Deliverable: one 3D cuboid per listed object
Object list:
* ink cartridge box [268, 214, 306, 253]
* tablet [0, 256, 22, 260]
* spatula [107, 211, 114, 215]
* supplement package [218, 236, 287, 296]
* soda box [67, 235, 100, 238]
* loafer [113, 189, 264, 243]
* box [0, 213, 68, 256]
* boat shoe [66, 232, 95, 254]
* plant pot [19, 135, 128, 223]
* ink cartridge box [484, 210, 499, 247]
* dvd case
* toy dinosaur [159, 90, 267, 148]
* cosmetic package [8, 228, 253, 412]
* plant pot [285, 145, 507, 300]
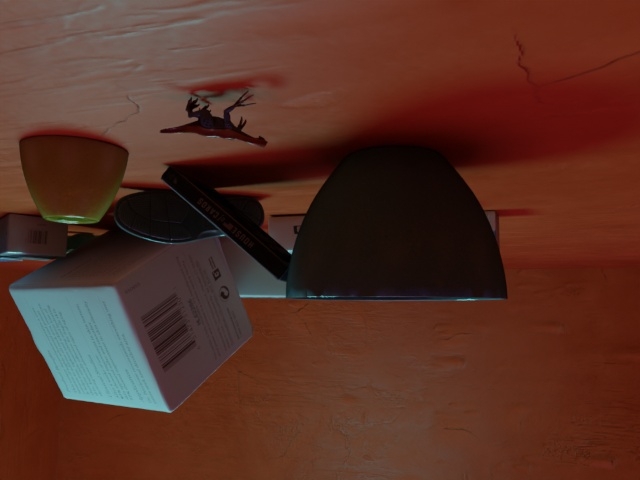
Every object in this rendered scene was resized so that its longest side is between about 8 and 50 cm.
[{"bbox_3d":[0.000,-0.008,1.367,0.203,0.085,0.148,-2,173,18],"label":"ink cartridge box"},{"bbox_3d":[-0.759,0.044,1.425,0.083,0.006,0.054,-2,172,32],"label":"tablet"},{"bbox_3d":[-0.305,-0.060,1.237,0.242,0.019,0.168,-4,171,37],"label":"spatula"},{"bbox_3d":[-0.160,0.079,1.734,0.293,0.177,0.175,3,173,-17],"label":"supplement package"},{"bbox_3d":[-0.650,0.025,1.758,0.210,0.071,0.067,-1,173,11],"label":"soda box"},{"bbox_3d":[-0.241,-0.038,1.097,0.268,0.096,0.084,1,174,-22],"label":"loafer"},{"bbox_3d":[-0.695,-0.004,1.424,0.130,0.091,0.170,6,171,-39],"label":"box"},{"bbox_3d":[-0.696,0.012,1.658,0.135,0.050,0.045,-20,-172,-31],"label":"boat shoe"},{"bbox_3d":[-0.326,-0.073,0.787,0.134,0.095,0.134,1,174,0],"label":"plant pot"},{"bbox_3d":[0.313,-0.010,1.300,0.143,0.092,0.090,-3,172,21],"label":"ink cartridge box"},{"bbox_3d":[-0.122,-0.017,0.932,0.239,0.029,0.179,39,-178,12],"label":"dvd case"},{"bbox_3d":[-0.096,-0.107,0.591,0.082,0.090,0.047,45,178,22],"label":"toy dinosaur"},{"bbox_3d":[-0.447,0.170,1.443,0.394,0.329,0.327,-3,-156,33],"label":"cosmetic package"},{"bbox_3d":[0.100,-0.017,0.808,0.290,0.195,0.290,1,174,0],"label":"plant pot"}]
